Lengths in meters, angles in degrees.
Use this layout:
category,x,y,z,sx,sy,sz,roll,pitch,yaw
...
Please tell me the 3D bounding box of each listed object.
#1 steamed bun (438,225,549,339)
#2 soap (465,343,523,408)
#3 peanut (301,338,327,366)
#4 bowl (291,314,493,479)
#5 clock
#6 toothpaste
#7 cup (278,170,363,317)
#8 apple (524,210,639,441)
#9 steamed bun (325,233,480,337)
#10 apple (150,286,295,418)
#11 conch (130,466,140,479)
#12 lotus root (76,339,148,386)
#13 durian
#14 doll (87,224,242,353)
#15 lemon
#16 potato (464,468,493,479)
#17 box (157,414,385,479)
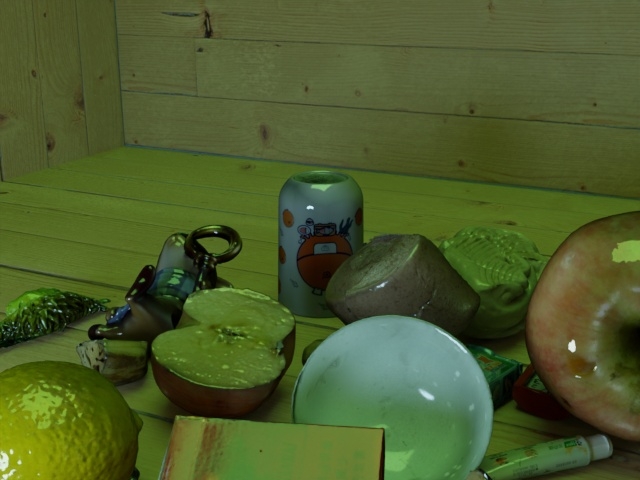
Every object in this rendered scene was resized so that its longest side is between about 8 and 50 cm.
category,x,y,z,sx,sy,sz,roll,pitch,yaw
steamed bun,0.374,0.113,1.900,0.275,0.203,0.289,6,30,-10
soap,0.250,0.273,1.580,0.156,0.077,0.293,15,23,38
peanut,0.074,0.236,1.649,0.225,0.108,0.095,2,22,11
bowl,0.115,0.290,1.359,0.313,0.146,0.314,-3,61,5
clock,0.440,0.278,1.598,0.113,0.061,0.155,18,28,30
toothpaste,0.324,0.359,1.363,0.314,0.058,0.056,-8,60,-13
cup,0.000,0.000,2.039,0.212,0.318,0.212,0,17,0
apple,0.548,0.133,1.446,0.391,0.392,0.346,4,12,11
steamed bun,0.149,0.132,1.720,0.199,0.252,0.301,-45,13,-32
apple,-0.174,0.232,1.571,0.251,0.163,0.293,15,34,12
conch,-0.396,0.338,1.391,0.232,0.080,0.086,21,54,3
lotus root,-0.404,0.241,1.667,0.135,0.096,0.159,1,-4,-23
durian,-0.626,0.163,1.881,0.132,0.107,0.375,7,14,37
doll,-0.332,0.113,1.863,0.317,0.209,0.340,-10,21,18
lemon,-0.401,0.299,1.227,0.267,0.268,0.267,0,18,0
potato,0.218,0.402,1.066,0.100,0.261,0.120,-38,51,-11
box,-0.069,0.358,1.185,0.313,0.089,0.197,3,46,7
